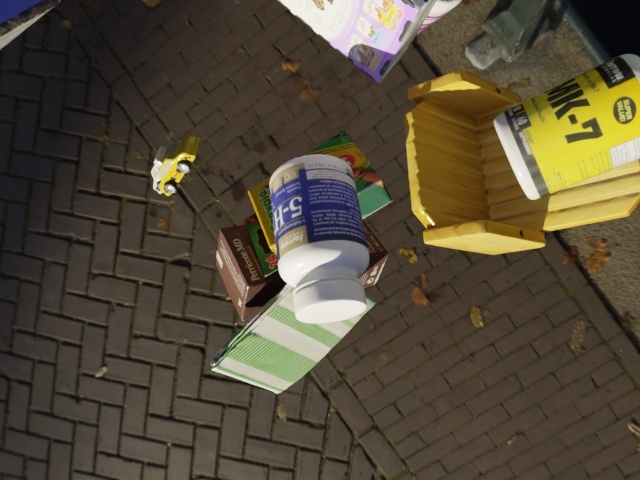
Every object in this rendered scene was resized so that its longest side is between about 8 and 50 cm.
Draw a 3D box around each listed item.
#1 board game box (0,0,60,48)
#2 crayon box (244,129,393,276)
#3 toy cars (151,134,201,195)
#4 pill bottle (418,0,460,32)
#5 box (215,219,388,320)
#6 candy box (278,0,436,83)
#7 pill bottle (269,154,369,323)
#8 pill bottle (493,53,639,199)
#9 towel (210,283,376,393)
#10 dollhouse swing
[{"bbox_3d":[-0.359,-0.111,0.293,0.291,0.232,0.141,-10,129,33],"label":"board game box"},{"bbox_3d":[-0.030,-0.084,1.054,0.319,0.081,0.202,-32,48,5],"label":"crayon box"},{"bbox_3d":[-0.439,-0.224,1.379,0.087,0.394,0.176,27,85,-24],"label":"toy cars"},{"bbox_3d":[0.169,-0.530,1.062,0.169,0.301,0.169,1,87,-23],"label":"pill bottle"},{"bbox_3d":[-0.047,0.044,1.194,0.381,0.143,0.191,-13,51,-27],"label":"box"},{"bbox_3d":[0.039,-0.318,0.598,0.196,0.165,0.070,40,77,-1],"label":"candy box"},{"bbox_3d":[0.000,0.000,0.589,0.112,0.112,0.186,-14,64,9],"label":"pill bottle"},{"bbox_3d":[0.328,-0.141,0.565,0.209,0.119,0.119,-24,88,25],"label":"pill bottle"},{"bbox_3d":[-0.056,0.202,1.072,0.325,0.248,0.038,-47,41,7],"label":"towel"},{"bbox_3d":[0.390,-0.177,0.939,0.315,0.305,0.346,8,73,-34],"label":"dollhouse swing"}]
